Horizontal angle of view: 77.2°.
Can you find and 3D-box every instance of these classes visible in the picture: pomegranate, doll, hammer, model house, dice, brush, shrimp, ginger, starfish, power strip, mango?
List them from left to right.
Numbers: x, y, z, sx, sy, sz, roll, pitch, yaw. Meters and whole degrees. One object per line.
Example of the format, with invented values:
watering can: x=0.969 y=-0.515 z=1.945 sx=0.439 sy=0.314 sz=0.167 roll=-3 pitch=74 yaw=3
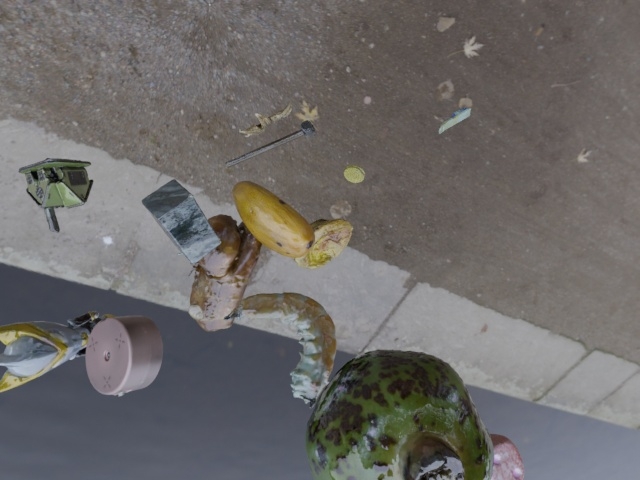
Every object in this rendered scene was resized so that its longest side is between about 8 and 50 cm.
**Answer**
doll: x=-0.681 y=0.271 z=1.025 sx=0.316 sy=0.103 sz=0.145 roll=-12 pitch=132 yaw=-60
model house: x=-1.063 y=-0.181 z=1.661 sx=0.219 sy=0.205 sz=0.278 roll=-10 pitch=94 yaw=22
power strip: x=-0.394 y=0.230 z=0.805 sx=0.154 sy=0.154 sz=0.078 roll=-49 pitch=154 yaw=15
ginger: x=-0.338 y=0.103 z=1.294 sx=0.254 sy=0.176 sz=0.418 roll=11 pitch=106 yaw=-49
starfish: x=-0.217 y=-0.465 z=1.571 sx=0.236 sy=0.277 sz=0.062 roll=-25 pitch=103 yaw=20
mango: x=-0.127 y=-0.051 z=0.970 sx=0.109 sy=0.262 sz=0.157 roll=-52 pitch=162 yaw=-11
hammer: x=-0.192 y=-0.356 z=1.522 sx=0.366 sy=0.111 sz=0.043 roll=-22 pitch=90 yaw=6
shrimp: x=-0.054 y=0.211 z=0.893 sx=0.185 sy=0.068 sz=0.287 roll=-46 pitch=109 yaw=-28
pomegranate: x=0.104 y=0.271 z=0.535 sx=0.255 sy=0.270 sz=0.254 roll=1 pitch=82 yaw=-6
brush: x=0.436 y=-0.399 z=1.317 sx=0.179 sy=0.030 sz=0.033 roll=-33 pitch=149 yaw=-29
dice: x=0.365 y=0.475 z=0.859 sx=0.094 sy=0.091 sz=0.093 roll=-9 pitch=167 yaw=-22

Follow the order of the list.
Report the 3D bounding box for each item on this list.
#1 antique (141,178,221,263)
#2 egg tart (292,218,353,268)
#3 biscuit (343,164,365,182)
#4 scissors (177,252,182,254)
antique: x=-0.306 y=-0.035 z=0.906 sx=0.088 sy=0.086 sz=0.183 roll=-40 pitch=145 yaw=-19
egg tart: x=0.000 y=0.000 z=1.399 sx=0.241 sy=0.106 sz=0.241 roll=-28 pitch=149 yaw=-18
biscuit: x=0.131 y=-0.258 z=1.558 sx=0.084 sy=0.023 sz=0.084 roll=14 pitch=146 yaw=10
scissors: x=-0.523 y=0.028 z=1.822 sx=0.248 sy=0.017 sz=0.144 roll=1 pitch=100 yaw=-8
